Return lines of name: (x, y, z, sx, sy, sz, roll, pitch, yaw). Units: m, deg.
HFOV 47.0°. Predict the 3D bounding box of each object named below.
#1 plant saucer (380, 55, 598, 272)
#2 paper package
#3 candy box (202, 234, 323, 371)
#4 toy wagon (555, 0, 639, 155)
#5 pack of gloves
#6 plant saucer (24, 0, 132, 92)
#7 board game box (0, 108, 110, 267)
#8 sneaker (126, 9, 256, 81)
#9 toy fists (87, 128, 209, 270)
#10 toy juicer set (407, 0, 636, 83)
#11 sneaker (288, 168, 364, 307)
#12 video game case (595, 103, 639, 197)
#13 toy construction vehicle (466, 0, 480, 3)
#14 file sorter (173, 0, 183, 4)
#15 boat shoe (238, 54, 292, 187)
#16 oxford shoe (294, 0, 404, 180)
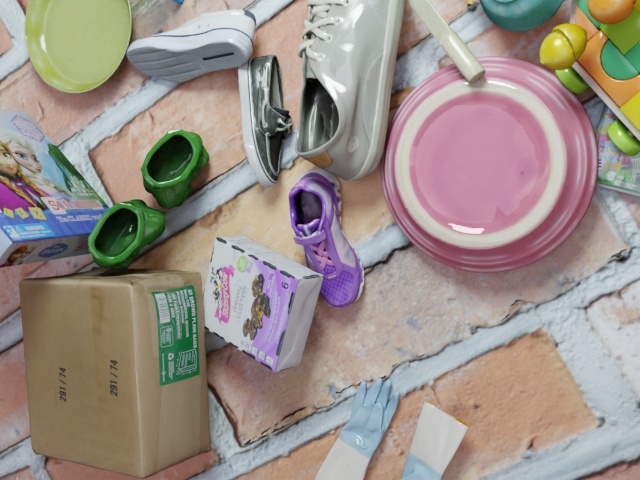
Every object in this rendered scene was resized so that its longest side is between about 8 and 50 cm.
plant saucer: (0.243, -0.114, 1.113, 0.332, 0.084, 0.332, 1, 93, 23)
paper package: (-0.356, 0.217, 1.280, 0.309, 0.168, 0.325, 0, 95, 32)
candy box: (-0.106, 0.100, 1.231, 0.196, 0.070, 0.165, 24, 108, 35)
toy wagon: (0.439, -0.291, 0.986, 0.344, 0.068, 0.267, 54, 128, 13)
pack of gloves: (0.120, 0.358, 1.242, 0.195, 0.046, 0.232, 28, 100, 26)
plant saucer: (-0.434, -0.388, 1.342, 0.240, 0.037, 0.241, 1, 93, 22)
board game box: (-0.530, -0.103, 1.259, 0.066, 0.318, 0.318, -45, 82, 15)
sneaker: (-0.216, -0.337, 1.263, 0.258, 0.094, 0.091, 2, 58, 28)
toy fists: (-0.291, -0.068, 1.261, 0.096, 0.142, 0.279, 35, 86, -11)
toy juicer set: (0.287, -0.325, 1.023, 0.329, 0.089, 0.209, -19, 86, 39)
sneaker: (0.000, 0.000, 1.206, 0.095, 0.104, 0.237, -15, 91, 18)
video game case: (0.512, -0.150, 1.064, 0.212, 0.023, 0.194, 17, 100, 16)
toy construction vehicle: (0.272, -0.382, 1.097, 0.098, 0.035, 0.086, 10, 111, -14)
file sorter: (-0.290, -0.487, 1.222, 0.104, 0.170, 0.118, 31, 104, 16)
boat shoe: (-0.087, -0.201, 1.230, 0.070, 0.077, 0.220, -8, 91, 20)
oxford shoe: (0.033, -0.317, 1.127, 0.169, 0.130, 0.450, 19, 107, 60)
